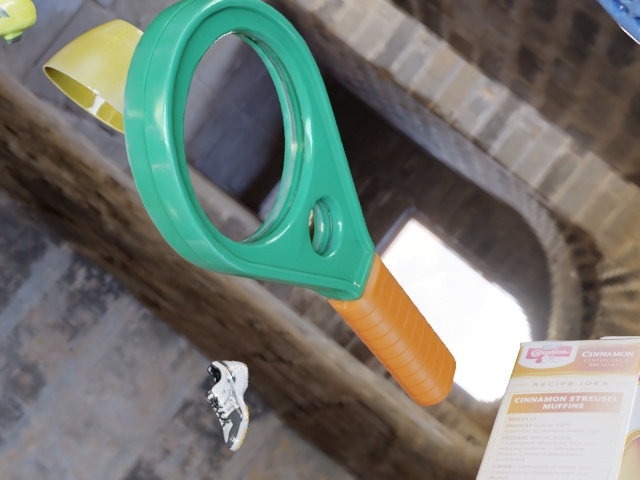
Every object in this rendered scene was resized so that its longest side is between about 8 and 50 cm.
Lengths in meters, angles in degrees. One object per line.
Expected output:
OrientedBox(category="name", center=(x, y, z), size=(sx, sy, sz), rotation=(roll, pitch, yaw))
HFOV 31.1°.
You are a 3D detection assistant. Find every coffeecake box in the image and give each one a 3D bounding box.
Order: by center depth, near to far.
OrientedBox(category="coffeecake box", center=(0.119, 0.158, 0.524), size=(0.142, 0.068, 0.185), rotation=(66, 34, -30))

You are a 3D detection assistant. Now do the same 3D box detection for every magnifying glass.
OrientedBox(category="magnifying glass", center=(0.000, 0.000, 0.441), size=(0.231, 0.026, 0.092), rotation=(49, 51, -44))

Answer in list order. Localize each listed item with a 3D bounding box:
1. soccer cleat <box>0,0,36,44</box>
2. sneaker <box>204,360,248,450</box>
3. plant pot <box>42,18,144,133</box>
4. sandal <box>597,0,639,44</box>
OrientedBox(category="soccer cleat", center=(-0.384, -0.223, 0.989), size=(0.289, 0.093, 0.121), rotation=(-4, 104, -32))
OrientedBox(category="sneaker", center=(-0.083, 0.142, 0.987), size=(0.032, 0.037, 0.083), rotation=(-52, -147, 43))
OrientedBox(category="plant pot", center=(-0.234, -0.194, 1.313), size=(0.095, 0.134, 0.134), rotation=(-56, 172, -11))
OrientedBox(category="sandal", center=(0.042, -0.143, 0.265), size=(0.126, 0.317, 0.138), rotation=(4, -123, 47))
